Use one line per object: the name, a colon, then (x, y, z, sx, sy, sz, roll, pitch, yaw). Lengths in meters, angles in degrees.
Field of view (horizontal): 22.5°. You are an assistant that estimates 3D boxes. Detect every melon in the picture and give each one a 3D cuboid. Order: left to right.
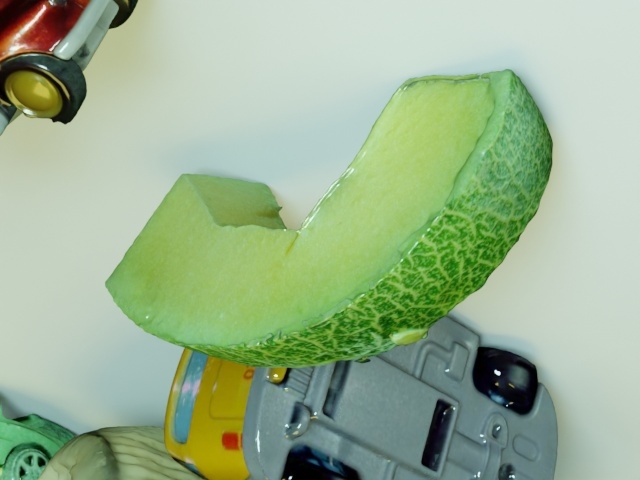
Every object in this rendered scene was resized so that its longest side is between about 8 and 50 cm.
melon: (0.000, 0.000, 0.689, 0.209, 0.118, 0.064, -6, 154, 39)

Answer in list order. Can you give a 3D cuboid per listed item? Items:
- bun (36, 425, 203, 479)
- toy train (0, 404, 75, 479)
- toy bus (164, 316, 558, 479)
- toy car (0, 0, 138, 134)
bun: (-0.029, 0.259, 0.956, 0.364, 0.202, 0.364, 24, -176, -2)
toy train: (-0.201, 0.157, 1.101, 0.099, 0.081, 0.149, -19, 147, 41)
toy bus: (0.018, 0.102, 0.861, 0.209, 0.126, 0.136, 30, 156, -34)
toy car: (-0.147, -0.086, 0.600, 0.139, 0.112, 0.112, -29, 118, 38)
